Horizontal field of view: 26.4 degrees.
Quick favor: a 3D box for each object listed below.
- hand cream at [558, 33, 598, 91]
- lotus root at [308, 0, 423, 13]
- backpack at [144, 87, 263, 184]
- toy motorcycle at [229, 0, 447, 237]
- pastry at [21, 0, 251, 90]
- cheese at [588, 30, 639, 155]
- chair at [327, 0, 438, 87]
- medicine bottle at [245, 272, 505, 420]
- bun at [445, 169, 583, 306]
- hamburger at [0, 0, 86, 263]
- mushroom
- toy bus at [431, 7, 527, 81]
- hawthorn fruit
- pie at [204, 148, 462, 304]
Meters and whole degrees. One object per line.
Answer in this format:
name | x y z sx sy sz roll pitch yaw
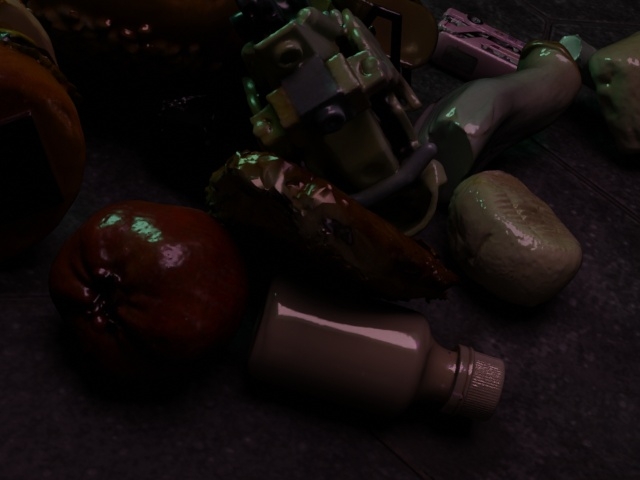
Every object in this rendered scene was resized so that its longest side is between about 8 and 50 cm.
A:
hand cream | 0.403 -0.225 1.914 0.205 0.050 0.078 25 28 -41
lotus root | 0.068 -0.341 1.927 0.183 0.078 0.203 -10 46 -32
backpack | -0.115 -0.120 1.579 0.120 0.105 0.165 20 17 36
toy motorcycle | 0.017 -0.139 1.492 0.169 0.410 0.237 -33 55 8
pastry | -0.215 -0.315 1.620 0.410 0.245 0.409 17 13 -4
cheese | 0.479 -0.219 1.888 0.093 0.159 0.263 -1 21 46
chair | 0.062 -0.267 1.707 0.172 0.246 0.158 18 40 -3
medicine bottle | 0.058 0.117 1.371 0.252 0.114 0.114 16 40 -4
bun | 0.217 0.001 1.582 0.164 0.111 0.188 7 36 -42
hamburger | -0.374 -0.126 1.349 0.291 0.291 0.225 -3 43 -26
mushroom | 0.229 -0.159 1.717 0.329 0.159 0.122 -35 107 -41
toy bus | 0.250 -0.251 1.909 0.203 0.063 0.090 27 41 7
hawthorn fruit | -0.152 0.042 1.329 0.185 0.185 0.202 38 28 20
pie | 0.001 -0.001 1.395 0.308 0.308 0.085 21 81 1
